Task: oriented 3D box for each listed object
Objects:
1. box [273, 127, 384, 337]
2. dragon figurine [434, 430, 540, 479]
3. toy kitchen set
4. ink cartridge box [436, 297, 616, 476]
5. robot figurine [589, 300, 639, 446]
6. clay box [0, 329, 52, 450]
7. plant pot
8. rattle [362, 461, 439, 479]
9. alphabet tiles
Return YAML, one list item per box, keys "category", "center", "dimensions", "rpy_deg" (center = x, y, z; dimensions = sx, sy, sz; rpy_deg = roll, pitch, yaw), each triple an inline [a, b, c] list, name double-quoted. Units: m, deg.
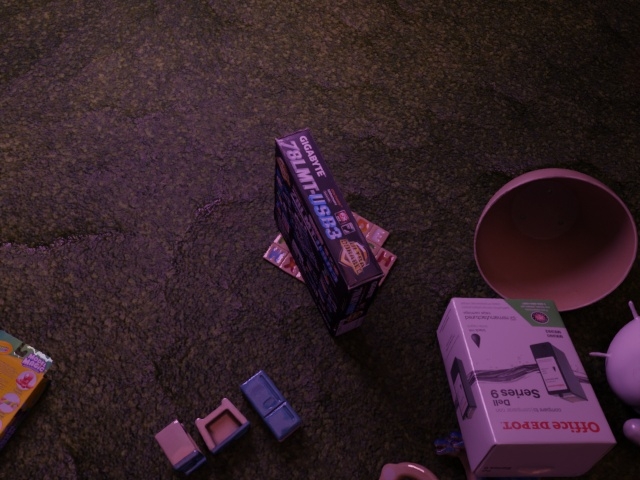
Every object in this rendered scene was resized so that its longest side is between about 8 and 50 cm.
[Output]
- category: "box"
  center: [0.000, 0.000, 1.013]
  dimensions: [0.073, 0.293, 0.296]
  rpy_deg: [-21, 69, -15]
- category: "dragon figurine"
  center: [0.336, 0.428, 0.972]
  dimensions: [0.289, 0.085, 0.144]
  rpy_deg: [17, 65, 4]
- category: "toy kitchen set"
  center: [-0.144, 0.316, 0.930]
  dimensions: [0.207, 0.166, 0.122]
  rpy_deg: [-36, 73, -19]
- category: "ink cartridge box"
  center: [0.347, 0.251, 0.988]
  dimensions: [0.211, 0.122, 0.289]
  rpy_deg: [2, 45, -8]
- category: "robot figurine"
  center: [0.682, 0.268, 1.019]
  dimensions: [0.353, 0.200, 0.300]
  rpy_deg: [37, 81, 11]
- category: "clay box"
  center: [-0.574, 0.281, 0.966]
  dimensions: [0.127, 0.053, 0.222]
  rpy_deg: [27, 64, 7]
- category: "plant pot"
  center: [0.458, -0.027, 1.122]
  dimensions: [0.284, 0.284, 0.191]
  rpy_deg: [23, 30, 5]
- category: "rattle"
  center: [0.162, 0.426, 0.891]
  dimensions: [0.199, 0.143, 0.130]
  rpy_deg: [13, 57, 37]
- category: "alphabet tiles"
  center: [0.031, 0.020, 1.174]
  dimensions: [0.237, 0.009, 0.198]
  rpy_deg: [30, 66, 9]
